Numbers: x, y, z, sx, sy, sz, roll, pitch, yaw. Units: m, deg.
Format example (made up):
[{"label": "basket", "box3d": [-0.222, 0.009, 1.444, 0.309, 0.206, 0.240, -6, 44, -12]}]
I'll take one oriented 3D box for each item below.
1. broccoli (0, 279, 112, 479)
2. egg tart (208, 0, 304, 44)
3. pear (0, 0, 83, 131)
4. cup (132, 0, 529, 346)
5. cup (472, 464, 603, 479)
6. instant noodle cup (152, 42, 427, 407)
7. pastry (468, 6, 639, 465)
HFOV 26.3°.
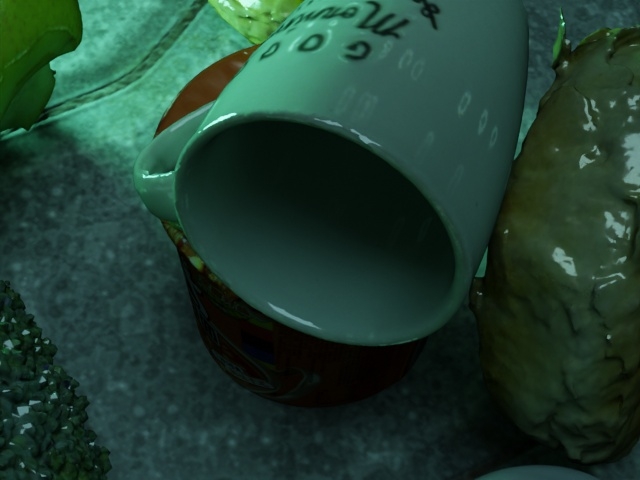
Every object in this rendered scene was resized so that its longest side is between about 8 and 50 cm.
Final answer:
[{"label": "broccoli", "box3d": [-0.286, 0.159, 0.883, 0.302, 0.249, 0.375, -4, 62, -10]}, {"label": "egg tart", "box3d": [0.036, -0.302, 1.286, 0.319, 0.128, 0.319, 1, 54, -1]}, {"label": "pear", "box3d": [-0.318, -0.101, 1.057, 0.176, 0.286, 0.282, 28, 57, -8]}, {"label": "cup", "box3d": [0.005, -0.077, 0.890, 0.258, 0.186, 0.234, -2, 42, 29]}, {"label": "cup", "box3d": [0.092, 0.297, 0.833, 0.212, 0.212, 0.317, 35, 60, 19]}, {"label": "instant noodle cup", "box3d": [0.000, 0.000, 1.040, 0.250, 0.192, 0.250, 1, 56, -2]}, {"label": "pastry", "box3d": [0.210, 0.009, 0.983, 0.136, 0.330, 0.330, 19, 56, 26]}]
